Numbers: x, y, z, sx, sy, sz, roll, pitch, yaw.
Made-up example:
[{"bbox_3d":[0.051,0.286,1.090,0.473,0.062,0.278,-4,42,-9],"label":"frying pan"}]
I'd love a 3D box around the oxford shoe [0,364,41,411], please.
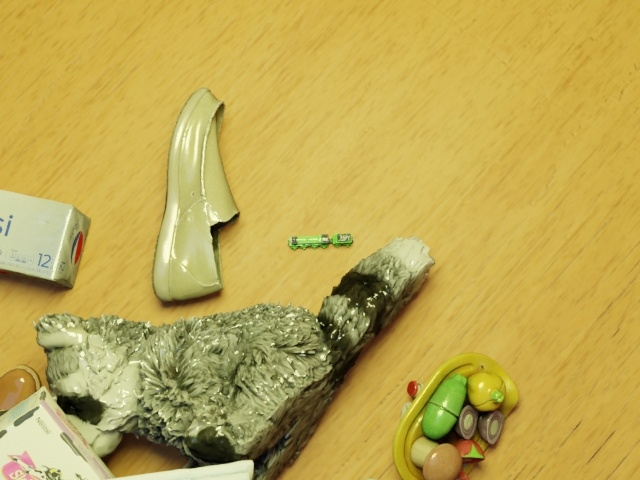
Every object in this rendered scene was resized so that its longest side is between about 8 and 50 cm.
[{"bbox_3d":[-0.404,0.244,1.299,0.076,0.076,0.212,27,80,8],"label":"oxford shoe"}]

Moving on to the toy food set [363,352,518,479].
[{"bbox_3d":[0.158,0.236,1.257,0.128,0.071,0.218,39,82,-28],"label":"toy food set"}]

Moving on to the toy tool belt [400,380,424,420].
[{"bbox_3d":[0.124,0.213,1.307,0.051,0.052,0.083,13,81,-28],"label":"toy tool belt"}]

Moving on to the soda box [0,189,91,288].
[{"bbox_3d":[-0.439,-0.020,1.343,0.286,0.091,0.098,11,81,4],"label":"soda box"}]

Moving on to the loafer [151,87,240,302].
[{"bbox_3d":[-0.143,-0.052,1.341,0.092,0.102,0.268,8,89,2],"label":"loafer"}]

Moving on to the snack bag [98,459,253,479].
[{"bbox_3d":[-0.236,0.381,1.146,0.323,0.342,0.037,-5,34,-20],"label":"snack bag"}]

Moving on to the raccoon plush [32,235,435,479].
[{"bbox_3d":[-0.115,0.109,1.298,0.299,0.216,0.446,36,58,20],"label":"raccoon plush"}]

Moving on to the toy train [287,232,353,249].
[{"bbox_3d":[0.000,0.000,1.360,0.083,0.023,0.017,-3,79,1],"label":"toy train"}]

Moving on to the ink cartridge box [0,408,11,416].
[{"bbox_3d":[-0.386,0.320,1.228,0.193,0.088,0.234,-9,98,-10],"label":"ink cartridge box"}]

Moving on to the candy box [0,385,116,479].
[{"bbox_3d":[-0.326,0.280,1.151,0.196,0.070,0.165,-36,103,-4],"label":"candy box"}]
